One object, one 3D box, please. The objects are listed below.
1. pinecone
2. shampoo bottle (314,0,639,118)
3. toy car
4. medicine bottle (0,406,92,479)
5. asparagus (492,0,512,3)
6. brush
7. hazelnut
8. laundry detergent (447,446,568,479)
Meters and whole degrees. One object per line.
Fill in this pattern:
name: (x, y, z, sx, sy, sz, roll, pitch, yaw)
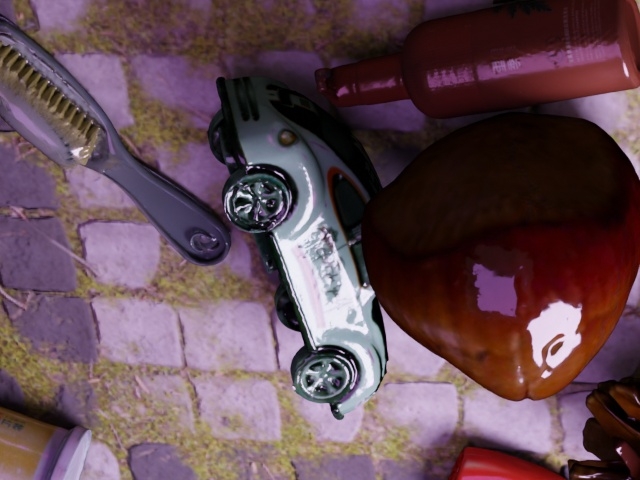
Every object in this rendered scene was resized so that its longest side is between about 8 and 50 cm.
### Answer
pinecone: (0.307, 0.197, 1.564, 0.229, 0.201, 0.202, 6, 103, 47)
shampoo bottle: (0.121, -0.135, 1.451, 0.244, 0.085, 0.085, -9, 121, 18)
toy car: (0.000, 0.000, 1.552, 0.125, 0.136, 0.305, -21, 119, 2)
medicine bottle: (-0.431, 0.154, 1.790, 0.426, 0.108, 0.108, 20, 126, 3)
asparagus: (0.183, -0.193, 1.439, 0.114, 0.014, 0.015, -6, 105, 20)
brush: (-0.193, -0.071, 1.595, 0.297, 0.060, 0.068, 42, 121, -14)
hazelnut: (0.152, 0.012, 1.461, 0.230, 0.229, 0.229, 7, 125, 10)
laundry detergent: (0.194, 0.244, 1.713, 0.165, 0.049, 0.097, 20, 133, 0)
